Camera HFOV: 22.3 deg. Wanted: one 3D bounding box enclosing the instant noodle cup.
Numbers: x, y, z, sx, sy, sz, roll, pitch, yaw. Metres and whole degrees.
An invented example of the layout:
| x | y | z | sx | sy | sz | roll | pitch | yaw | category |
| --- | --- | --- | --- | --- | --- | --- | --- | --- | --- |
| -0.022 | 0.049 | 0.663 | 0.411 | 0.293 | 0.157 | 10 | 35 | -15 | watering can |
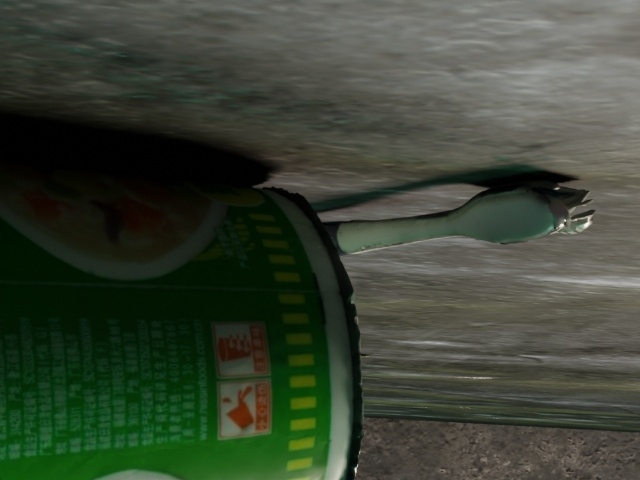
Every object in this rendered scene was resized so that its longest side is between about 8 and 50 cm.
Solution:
| x | y | z | sx | sy | sz | roll | pitch | yaw | category |
| --- | --- | --- | --- | --- | --- | --- | --- | --- | --- |
| -0.120 | 0.056 | 0.555 | 0.232 | 0.207 | 0.207 | -1 | 174 | -27 | instant noodle cup |

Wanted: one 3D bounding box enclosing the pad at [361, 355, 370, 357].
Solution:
| x | y | z | sx | sy | sz | roll | pitch | yaw | category |
| --- | --- | --- | --- | --- | --- | --- | --- | --- | --- |
| -0.106 | 0.096 | 1.405 | 0.265 | 0.009 | 0.159 | 7 | 170 | -28 | pad |

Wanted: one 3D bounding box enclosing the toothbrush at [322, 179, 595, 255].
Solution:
| x | y | z | sx | sy | sz | roll | pitch | yaw | category |
| --- | --- | --- | --- | --- | --- | --- | --- | --- | --- |
| 0.000 | 0.000 | 0.668 | 0.026 | 0.024 | 0.288 | -9 | 180 | -39 | toothbrush |
